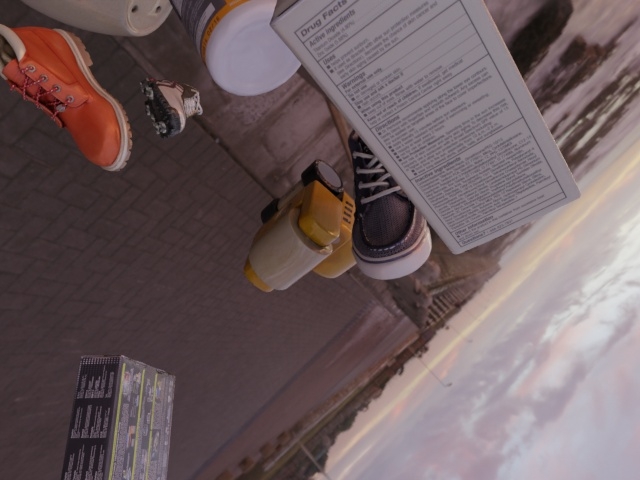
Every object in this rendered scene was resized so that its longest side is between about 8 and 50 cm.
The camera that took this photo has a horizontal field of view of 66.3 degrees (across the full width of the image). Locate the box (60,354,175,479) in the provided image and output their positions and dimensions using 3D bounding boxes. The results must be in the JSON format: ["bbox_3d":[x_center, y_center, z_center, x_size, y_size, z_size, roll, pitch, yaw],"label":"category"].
[{"bbox_3d":[-0.281,0.314,0.696,0.060,0.270,0.216,-3,158,3],"label":"box"}]

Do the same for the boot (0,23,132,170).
[{"bbox_3d":[-0.238,-0.129,0.446,0.059,0.158,0.085,-38,172,24],"label":"boot"}]

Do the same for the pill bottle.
[{"bbox_3d":[-0.145,-0.374,0.762,0.162,0.278,0.162,-25,157,-11],"label":"pill bottle"}]

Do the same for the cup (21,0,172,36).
[{"bbox_3d":[-0.452,-0.577,1.048,0.331,0.237,0.331,-53,178,-2],"label":"cup"}]

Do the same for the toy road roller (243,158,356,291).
[{"bbox_3d":[0.000,0.000,1.078,0.202,0.241,0.329,-40,-161,28],"label":"toy road roller"}]

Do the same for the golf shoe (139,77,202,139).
[{"bbox_3d":[-0.304,-0.291,1.027,0.120,0.273,0.105,-11,122,-20],"label":"golf shoe"}]

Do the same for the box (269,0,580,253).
[{"bbox_3d":[0.109,-0.143,0.468,0.148,0.311,0.121,-27,-144,25],"label":"box"}]

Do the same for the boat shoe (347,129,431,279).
[{"bbox_3d":[0.091,-0.086,0.788,0.127,0.158,0.340,-17,-154,12],"label":"boat shoe"}]
